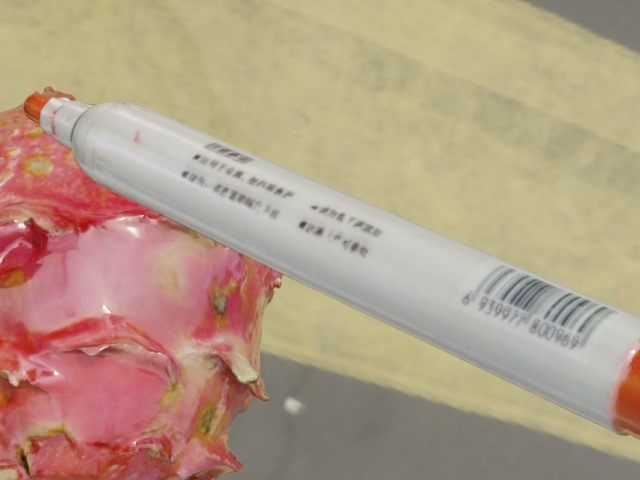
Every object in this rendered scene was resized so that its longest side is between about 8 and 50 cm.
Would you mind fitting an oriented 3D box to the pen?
[{"bbox_3d":[0.000,0.000,0.458,0.026,0.218,0.026,-26,128,-40],"label":"pen"}]

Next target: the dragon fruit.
[{"bbox_3d":[-0.123,0.021,0.964,0.205,0.268,0.210,-28,119,20],"label":"dragon fruit"}]
